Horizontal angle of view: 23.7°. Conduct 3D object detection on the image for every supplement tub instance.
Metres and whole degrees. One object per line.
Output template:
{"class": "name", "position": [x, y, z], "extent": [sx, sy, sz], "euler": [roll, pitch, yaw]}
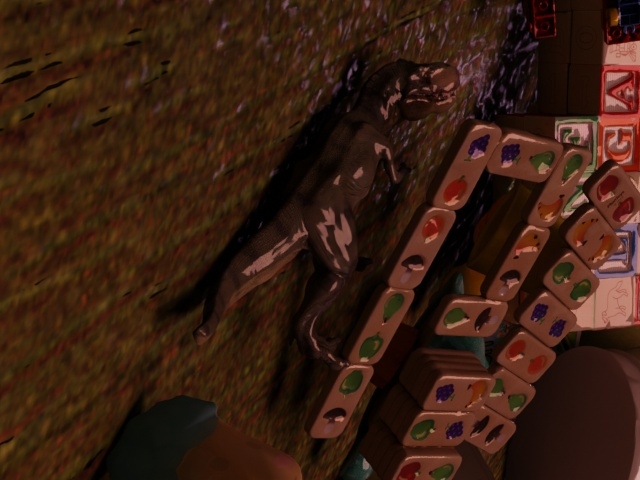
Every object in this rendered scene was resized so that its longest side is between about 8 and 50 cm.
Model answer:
{"class": "supplement tub", "position": [0.352, 0.224, 1.391], "extent": [0.228, 0.316, 0.228], "euler": [-46, -145, 47]}

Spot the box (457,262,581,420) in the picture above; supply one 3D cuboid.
{"class": "box", "position": [0.179, 0.092, 1.396], "extent": [0.207, 0.114, 0.036], "euler": [87, -11, -48]}

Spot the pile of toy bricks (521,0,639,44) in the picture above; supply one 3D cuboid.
{"class": "pile of toy bricks", "position": [0.184, -0.253, 1.112], "extent": [0.105, 0.118, 0.212], "euler": [-98, -179, -67]}

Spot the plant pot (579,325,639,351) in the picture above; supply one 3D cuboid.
{"class": "plant pot", "position": [0.306, 0.073, 1.554], "extent": [0.276, 0.276, 0.254], "euler": [-61, 148, -28]}

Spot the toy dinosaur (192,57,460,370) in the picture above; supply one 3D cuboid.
{"class": "toy dinosaur", "position": [0.000, 0.000, 0.879], "extent": [0.268, 0.064, 0.118], "euler": [-53, 148, -38]}

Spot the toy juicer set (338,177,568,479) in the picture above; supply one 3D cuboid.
{"class": "toy juicer set", "position": [0.073, 0.087, 1.158], "extent": [0.329, 0.089, 0.209], "euler": [-58, -177, 15]}

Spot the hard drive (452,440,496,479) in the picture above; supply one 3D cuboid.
{"class": "hard drive", "position": [0.160, 0.299, 1.448], "extent": [0.040, 0.203, 0.307], "euler": [-25, 150, -6]}

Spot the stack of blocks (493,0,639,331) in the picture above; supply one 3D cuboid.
{"class": "stack of blocks", "position": [0.236, -0.081, 1.251], "extent": [0.171, 0.087, 0.297], "euler": [-3, 99, -27]}

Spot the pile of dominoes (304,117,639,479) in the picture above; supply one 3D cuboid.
{"class": "pile of dominoes", "position": [0.114, 0.051, 0.983], "extent": [0.196, 0.040, 0.251], "euler": [7, 119, -41]}

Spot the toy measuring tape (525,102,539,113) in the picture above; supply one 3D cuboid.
{"class": "toy measuring tape", "position": [0.243, -0.094, 1.382], "extent": [0.121, 0.121, 0.330], "euler": [-10, 118, -69]}

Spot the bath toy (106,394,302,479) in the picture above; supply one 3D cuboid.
{"class": "bath toy", "position": [-0.048, 0.231, 0.878], "extent": [0.151, 0.129, 0.348], "euler": [-29, 144, -15]}
